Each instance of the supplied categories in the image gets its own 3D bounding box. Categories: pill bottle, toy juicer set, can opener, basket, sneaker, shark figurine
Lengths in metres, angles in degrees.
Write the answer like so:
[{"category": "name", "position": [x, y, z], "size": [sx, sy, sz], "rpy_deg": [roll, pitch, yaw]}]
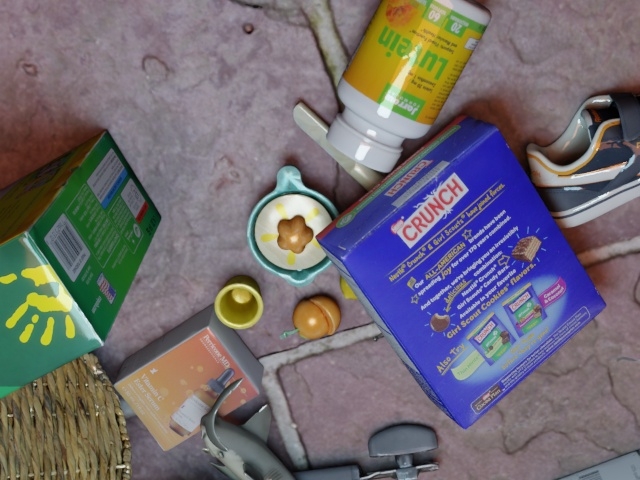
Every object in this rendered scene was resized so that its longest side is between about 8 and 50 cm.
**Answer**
[{"category": "pill bottle", "position": [0.106, -0.218, 1.515], "size": [0.136, 0.136, 0.246], "rpy_deg": [26, 107, -7]}, {"category": "toy juicer set", "position": [0.000, 0.000, 1.616], "size": [0.209, 0.089, 0.329], "rpy_deg": [22, 107, -6]}, {"category": "can opener", "position": [0.038, 0.337, 1.750], "size": [0.283, 0.076, 0.095], "rpy_deg": [-8, 76, 5]}, {"category": "basket", "position": [-0.389, 0.326, 1.639], "size": [0.213, 0.299, 0.223], "rpy_deg": [2, 147, -24]}, {"category": "sneaker", "position": [0.426, -0.140, 1.539], "size": [0.321, 0.126, 0.127], "rpy_deg": [-28, 111, 12]}, {"category": "shark figurine", "position": [-0.108, 0.272, 1.650], "size": [0.116, 0.166, 0.278], "rpy_deg": [-54, 136, -20]}]

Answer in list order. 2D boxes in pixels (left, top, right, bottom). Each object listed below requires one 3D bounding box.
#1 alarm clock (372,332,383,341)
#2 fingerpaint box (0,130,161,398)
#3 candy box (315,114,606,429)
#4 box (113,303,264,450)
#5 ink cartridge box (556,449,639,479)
[{"category": "alarm clock", "position": [0.169, 0.099, 1.653], "size": [0.192, 0.064, 0.129], "rpy_deg": [10, 100, -18]}, {"category": "fingerpaint box", "position": [-0.421, 0.066, 1.462], "size": [0.371, 0.445, 0.163], "rpy_deg": [-28, 106, 9]}, {"category": "candy box", "position": [0.188, 0.041, 1.547], "size": [0.268, 0.122, 0.317], "rpy_deg": [-39, 114, -9]}, {"category": "box", "position": [-0.188, 0.197, 1.686], "size": [0.170, 0.091, 0.130], "rpy_deg": [-33, 104, 12]}, {"category": "ink cartridge box", "position": [0.476, 0.411, 1.670], "size": [0.307, 0.223, 0.129], "rpy_deg": [-23, 107, 9]}]
